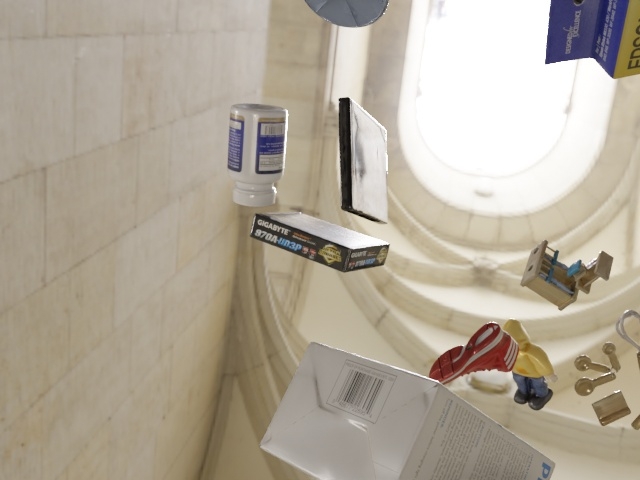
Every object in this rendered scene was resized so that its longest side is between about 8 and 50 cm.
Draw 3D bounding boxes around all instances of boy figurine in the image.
[{"bbox_3d":[0.537,0.323,2.057,0.177,0.285,0.092,19,-124,44],"label":"boy figurine"}]

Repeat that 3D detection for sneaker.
[{"bbox_3d":[0.367,0.295,1.821,0.128,0.221,0.087,38,-150,-22],"label":"sneaker"}]

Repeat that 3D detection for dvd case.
[{"bbox_3d":[0.076,-0.127,1.340,0.022,0.181,0.253,-2,175,18],"label":"dvd case"}]

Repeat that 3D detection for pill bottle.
[{"bbox_3d":[-0.125,-0.166,1.519,0.111,0.187,0.112,5,-164,-1],"label":"pill bottle"}]

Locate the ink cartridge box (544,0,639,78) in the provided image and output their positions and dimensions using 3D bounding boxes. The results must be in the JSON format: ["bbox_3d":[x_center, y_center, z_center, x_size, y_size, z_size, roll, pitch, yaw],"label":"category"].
[{"bbox_3d":[0.464,-0.346,1.028,0.307,0.304,0.072,-13,-123,4],"label":"ink cartridge box"}]

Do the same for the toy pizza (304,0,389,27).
[{"bbox_3d":[0.045,-0.514,1.565,0.201,0.201,0.032,12,-124,20],"label":"toy pizza"}]

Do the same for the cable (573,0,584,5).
[{"bbox_3d":[0.509,-0.465,1.369,0.047,0.184,0.151,-15,-120,-39],"label":"cable"}]

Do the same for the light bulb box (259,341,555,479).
[{"bbox_3d":[0.154,0.385,1.402,0.361,0.225,0.357,37,164,-34],"label":"light bulb box"}]

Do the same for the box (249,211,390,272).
[{"bbox_3d":[0.000,0.000,1.518,0.220,0.051,0.175,20,-168,27],"label":"box"}]

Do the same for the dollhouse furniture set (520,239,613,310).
[{"bbox_3d":[0.615,0.058,1.947,0.129,0.184,0.129,32,-127,-4],"label":"dollhouse furniture set"}]

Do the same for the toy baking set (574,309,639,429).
[{"bbox_3d":[0.567,0.224,1.393,0.196,0.256,0.030,36,-167,-16],"label":"toy baking set"}]
